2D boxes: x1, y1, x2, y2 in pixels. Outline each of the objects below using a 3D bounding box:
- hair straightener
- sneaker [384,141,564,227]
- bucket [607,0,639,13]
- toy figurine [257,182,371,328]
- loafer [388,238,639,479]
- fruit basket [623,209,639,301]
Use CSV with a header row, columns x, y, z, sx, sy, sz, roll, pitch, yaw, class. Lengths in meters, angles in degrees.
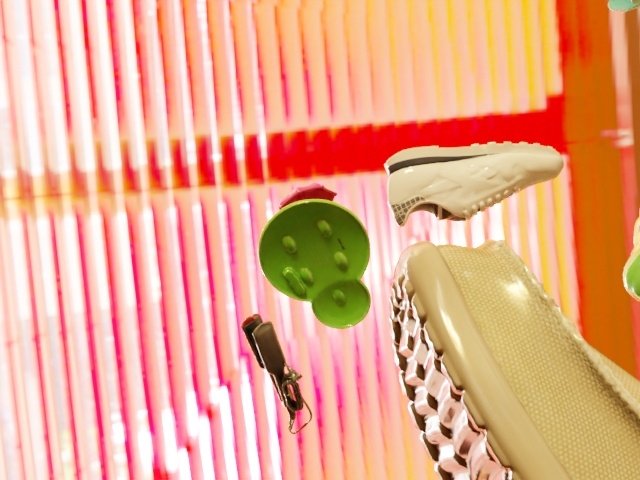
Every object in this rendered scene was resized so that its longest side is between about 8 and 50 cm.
x,y,z,sx,sy,sz,roll,pitch,yaw,class
-0.066,0.234,1.739,0.089,0.047,0.231,21,-47,55,hair straightener
0.201,-0.071,1.344,0.090,0.235,0.095,92,-9,-73,sneaker
0.507,-0.493,1.541,0.281,0.183,0.281,-14,90,-89,bucket
0.000,0.000,1.268,0.173,0.130,0.159,61,10,-22,toy figurine
0.120,0.102,0.347,0.269,0.092,0.102,55,-14,13,loafer
0.562,-0.070,1.474,0.283,0.391,0.392,67,-27,23,fruit basket
